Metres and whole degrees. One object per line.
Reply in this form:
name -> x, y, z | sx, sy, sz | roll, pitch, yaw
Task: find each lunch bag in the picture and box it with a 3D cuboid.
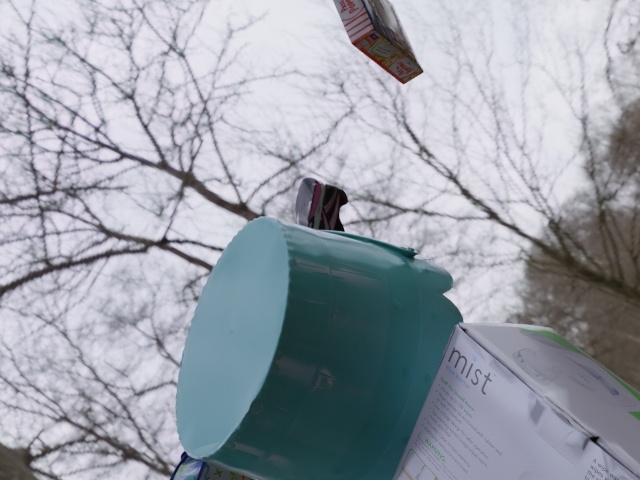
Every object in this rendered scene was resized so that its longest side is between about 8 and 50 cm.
lunch bag -> -0.184, 0.417, 1.523 | 0.129, 0.096, 0.151 | 32, -99, -36

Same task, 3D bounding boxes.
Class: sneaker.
sneaker -> 0.000, 0.000, 1.293 | 0.077, 0.072, 0.178 | 7, -74, -27

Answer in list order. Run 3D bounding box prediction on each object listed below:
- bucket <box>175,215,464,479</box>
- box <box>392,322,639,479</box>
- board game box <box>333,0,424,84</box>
bucket -> -0.013, 0.116, 0.869 | 0.183, 0.281, 0.281 | 21, -85, -24
box -> 0.179, 0.224, 0.664 | 0.127, 0.262, 0.231 | 7, -70, -35
board game box -> 0.086, -0.349, 1.407 | 0.045, 0.147, 0.193 | -29, -23, 22
